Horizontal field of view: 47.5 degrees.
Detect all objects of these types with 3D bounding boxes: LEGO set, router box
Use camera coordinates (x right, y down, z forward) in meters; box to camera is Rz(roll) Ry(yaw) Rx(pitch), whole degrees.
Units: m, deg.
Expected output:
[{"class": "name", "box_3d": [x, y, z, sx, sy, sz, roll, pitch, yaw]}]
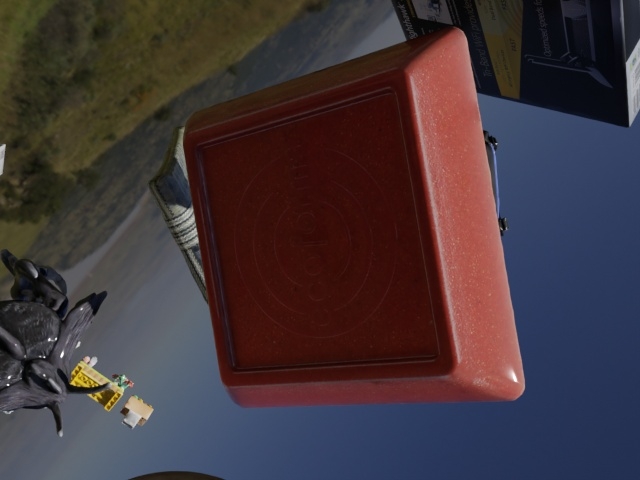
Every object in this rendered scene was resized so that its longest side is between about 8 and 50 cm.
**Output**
[{"class": "LEGO set", "box_3d": [-0.433, 0.246, 1.312, 0.107, 0.287, 0.132, -76, 170, -68]}, {"class": "router box", "box_3d": [0.173, -0.251, 0.665, 0.081, 0.243, 0.309, -57, 145, -15]}]

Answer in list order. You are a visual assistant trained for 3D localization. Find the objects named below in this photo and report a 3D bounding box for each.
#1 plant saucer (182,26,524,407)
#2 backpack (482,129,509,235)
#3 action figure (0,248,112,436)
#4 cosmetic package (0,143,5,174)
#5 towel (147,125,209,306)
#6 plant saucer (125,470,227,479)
[{"class": "plant saucer", "box_3d": [0.000, 0.000, 0.541, 0.259, 0.259, 0.047, -10, 179, 34]}, {"class": "backpack", "box_3d": [0.112, -0.039, 0.690, 0.114, 0.084, 0.105, 158, -73, -75]}, {"class": "action figure", "box_3d": [-0.282, 0.069, 0.600, 0.164, 0.275, 0.141, -49, 165, -23]}, {"class": "cosmetic package", "box_3d": [-0.586, -0.111, 1.158, 0.239, 0.098, 0.060, -110, -147, -69]}, {"class": "towel", "box_3d": [-0.139, 0.016, 0.969, 0.056, 0.312, 0.324, -25, -160, 3]}, {"class": "plant saucer", "box_3d": [-0.124, 0.316, 0.544, 0.278, 0.278, 0.041, -52, 148, -18]}]
